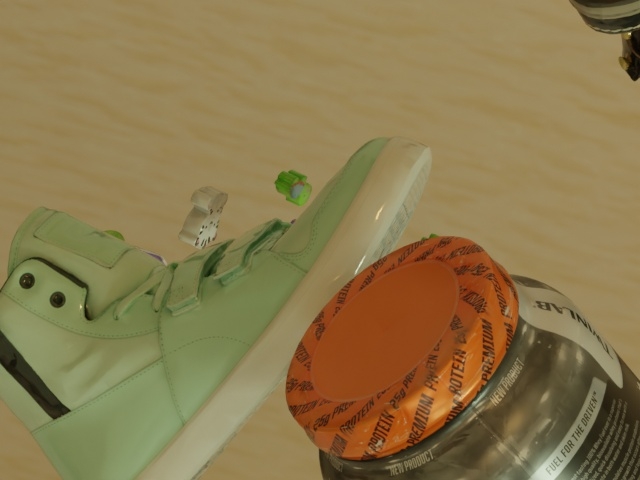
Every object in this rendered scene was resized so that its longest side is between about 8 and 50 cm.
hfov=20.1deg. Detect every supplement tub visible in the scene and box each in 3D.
[{"bbox_3d":[0.079,0.093,0.683,0.190,0.117,0.117,48,42,-27],"label":"supplement tub"}]

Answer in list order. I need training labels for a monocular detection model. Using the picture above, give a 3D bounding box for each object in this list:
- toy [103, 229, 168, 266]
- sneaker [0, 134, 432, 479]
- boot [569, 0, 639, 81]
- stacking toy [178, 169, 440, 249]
[{"bbox_3d":[-0.187,0.081,1.860,0.056,0.137,0.237,-57,147,-28],"label":"toy"},{"bbox_3d":[-0.070,0.014,0.873,0.256,0.151,0.094,-48,175,19],"label":"sneaker"},{"bbox_3d":[0.317,-0.256,1.705,0.377,0.138,0.284,-79,156,-43],"label":"boot"},{"bbox_3d":[0.000,0.000,1.557,0.221,0.167,0.052,-18,130,-64],"label":"stacking toy"}]
